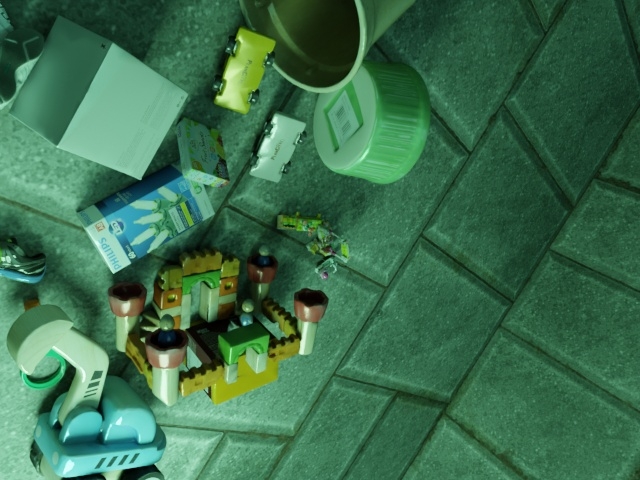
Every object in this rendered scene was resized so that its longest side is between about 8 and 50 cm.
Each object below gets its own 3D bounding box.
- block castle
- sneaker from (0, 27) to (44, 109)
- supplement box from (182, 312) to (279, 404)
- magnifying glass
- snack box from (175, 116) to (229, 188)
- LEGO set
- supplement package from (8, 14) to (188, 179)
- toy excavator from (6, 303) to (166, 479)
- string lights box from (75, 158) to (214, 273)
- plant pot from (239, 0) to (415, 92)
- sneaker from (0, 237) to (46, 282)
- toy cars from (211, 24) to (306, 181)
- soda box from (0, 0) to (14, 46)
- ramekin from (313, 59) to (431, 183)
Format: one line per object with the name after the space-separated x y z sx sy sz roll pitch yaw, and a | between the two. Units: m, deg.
-0.237 0.164 1.271 0.453 0.303 0.213 -12 121 -38 | block castle
-0.501 -0.279 0.867 0.053 0.061 0.152 30 68 -27 | sneaker
-0.240 0.297 1.425 0.191 0.194 0.129 -14 123 -35 | supplement box
-0.619 0.232 1.177 0.092 0.026 0.231 -15 125 -35 | magnifying glass
-0.257 -0.190 1.166 0.100 0.141 0.037 13 142 -45 | snack box
0.000 0.000 1.525 0.132 0.107 0.287 -47 136 -9 | LEGO set
-0.390 -0.247 0.960 0.194 0.149 0.203 -60 157 3 | supplement package
-0.524 0.377 1.221 0.433 0.222 0.445 17 95 -48 | toy excavator
-0.377 -0.058 1.176 0.259 0.076 0.133 -34 133 -22 | string lights box
0.049 -0.535 1.127 0.305 0.333 0.334 -43 137 -29 | plant pot
-0.623 0.025 1.029 0.188 0.067 0.078 26 74 -45 | sneaker
-0.137 -0.309 1.230 0.176 0.087 0.394 -16 134 8 | toy cars
-0.539 -0.348 0.873 0.063 0.058 0.183 -30 132 -25 | soda box
0.111 -0.295 1.317 0.148 0.303 0.303 0 114 -34 | ramekin
